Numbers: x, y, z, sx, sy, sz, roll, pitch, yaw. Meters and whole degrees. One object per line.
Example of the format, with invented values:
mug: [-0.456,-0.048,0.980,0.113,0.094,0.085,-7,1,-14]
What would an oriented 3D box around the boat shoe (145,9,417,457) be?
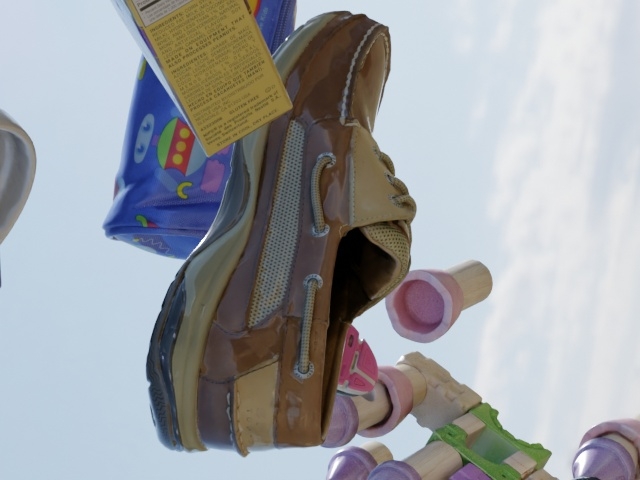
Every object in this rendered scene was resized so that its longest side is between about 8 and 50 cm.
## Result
boat shoe: [0.000,0.000,1.201,0.122,0.120,0.324,78,-154,-52]

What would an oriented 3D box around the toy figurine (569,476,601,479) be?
toy figurine: [0.278,0.187,1.462,0.209,0.148,0.213,-59,4,8]

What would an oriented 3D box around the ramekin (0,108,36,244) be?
ramekin: [-0.297,-0.031,1.279,0.207,0.109,0.207,-42,-18,-16]

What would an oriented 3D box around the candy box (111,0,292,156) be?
candy box: [-0.079,-0.134,0.887,0.109,0.053,0.187,57,174,35]

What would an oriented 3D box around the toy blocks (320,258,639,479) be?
toy blocks: [0.109,0.222,1.731,0.260,0.288,0.309,-21,-36,-59]

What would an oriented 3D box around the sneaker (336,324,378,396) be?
sneaker: [-0.036,0.087,1.611,0.075,0.170,0.063,-50,22,53]

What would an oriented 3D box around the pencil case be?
pencil case: [-0.079,-0.128,1.539,0.119,0.133,0.306,23,-103,-63]
